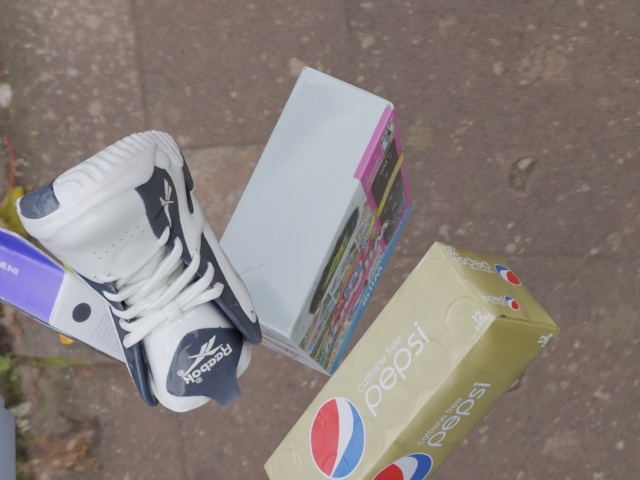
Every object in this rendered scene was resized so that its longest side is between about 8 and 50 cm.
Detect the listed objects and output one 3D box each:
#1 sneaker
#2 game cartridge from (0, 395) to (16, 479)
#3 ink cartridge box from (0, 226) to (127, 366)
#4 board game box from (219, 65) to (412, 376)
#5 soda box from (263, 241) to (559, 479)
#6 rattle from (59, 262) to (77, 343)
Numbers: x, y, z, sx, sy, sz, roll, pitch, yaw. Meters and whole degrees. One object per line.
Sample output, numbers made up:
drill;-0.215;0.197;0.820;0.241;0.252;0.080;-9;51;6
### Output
sneaker;-0.090;0.031;0.569;0.094;0.235;0.153;-30;86;-9
game cartridge;-0.340;0.284;0.782;0.062;0.198;0.297;29;93;-18
ink cartridge box;-0.213;0.040;0.743;0.206;0.208;0.045;15;71;44
board game box;0.000;0.000;0.951;0.097;0.303;0.224;24;80;12
soda box;0.046;0.089;0.534;0.181;0.058;0.061;-55;46;24
rattle;-0.269;0.053;1.353;0.130;0.199;0.143;1;103;25
